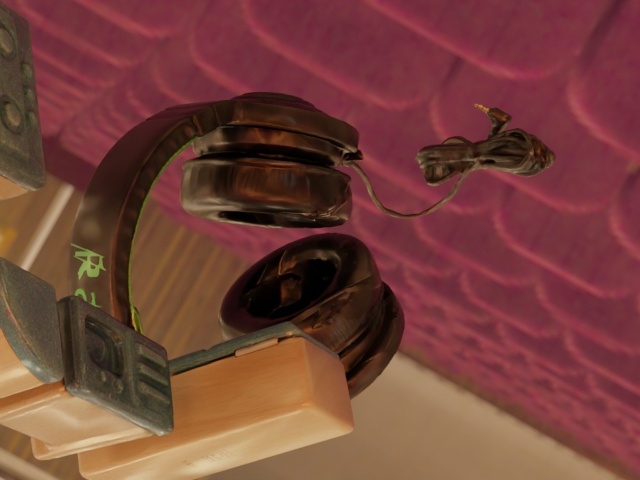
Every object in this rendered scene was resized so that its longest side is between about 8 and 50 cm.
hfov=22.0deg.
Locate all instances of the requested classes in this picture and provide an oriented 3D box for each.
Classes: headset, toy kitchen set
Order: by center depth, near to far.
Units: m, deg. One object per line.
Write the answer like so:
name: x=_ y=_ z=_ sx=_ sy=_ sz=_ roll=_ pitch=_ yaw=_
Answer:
toy kitchen set: x=-0.090 y=0.001 z=0.726 sx=0.122 sy=0.166 sz=0.207 roll=-18 pitch=155 yaw=17
headset: x=0.000 y=0.000 z=1.180 sx=0.185 sy=0.243 sz=0.394 roll=-1 pitch=-161 yaw=41
